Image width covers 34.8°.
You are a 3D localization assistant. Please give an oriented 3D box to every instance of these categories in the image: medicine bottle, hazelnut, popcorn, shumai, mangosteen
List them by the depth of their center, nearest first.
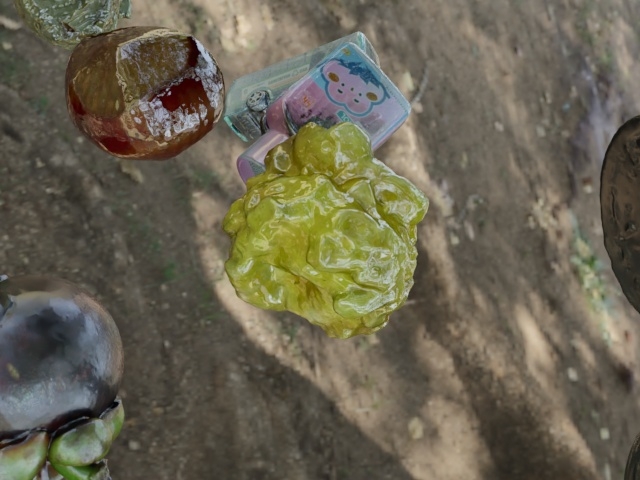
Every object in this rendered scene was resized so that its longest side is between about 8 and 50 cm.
[{"bbox_3d":[0.004,-0.003,0.914,0.198,0.197,0.156,55,48,-33],"label":"popcorn"},{"bbox_3d":[-0.003,-0.122,1.155,0.119,0.094,0.188,47,68,-2],"label":"medicine bottle"},{"bbox_3d":[-0.229,-0.186,1.280,0.160,0.201,0.170,0,106,-51],"label":"hazelnut"},{"bbox_3d":[-0.412,0.194,1.436,0.311,0.311,0.311,26,58,-52],"label":"mangosteen"},{"bbox_3d":[-0.434,-0.450,1.808,0.218,0.189,0.256,103,2,-82],"label":"shumai"}]

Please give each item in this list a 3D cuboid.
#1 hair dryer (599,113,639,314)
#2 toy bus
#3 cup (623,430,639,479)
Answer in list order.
[{"bbox_3d":[0.379,0.023,0.644,0.156,0.320,0.284,93,-12,-47],"label":"hair dryer"},{"bbox_3d":[-0.029,-0.244,1.650,0.091,0.261,0.109,49,32,-47],"label":"toy bus"},{"bbox_3d":[0.460,0.268,1.145,0.223,0.176,0.169,-20,105,-42],"label":"cup"}]
